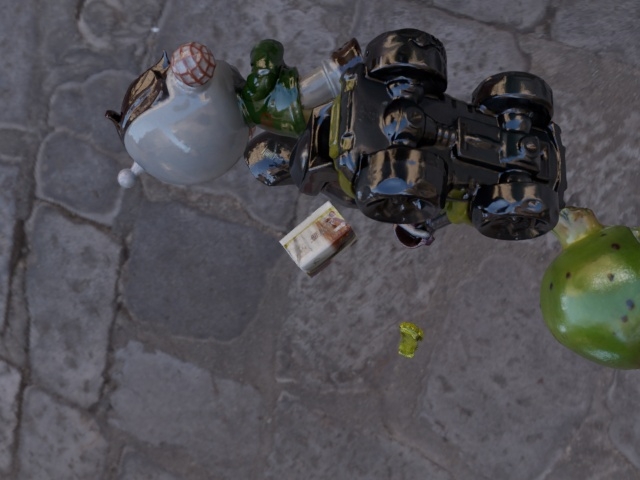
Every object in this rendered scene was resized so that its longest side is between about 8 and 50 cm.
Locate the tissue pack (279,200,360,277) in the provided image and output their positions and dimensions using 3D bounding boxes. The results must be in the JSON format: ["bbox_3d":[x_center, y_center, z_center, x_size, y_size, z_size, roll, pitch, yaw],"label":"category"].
[{"bbox_3d":[0.001,0.001,1.665,0.149,0.106,0.099,-40,66,2],"label":"tissue pack"}]

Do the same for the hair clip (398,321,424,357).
[{"bbox_3d":[0.242,0.262,1.936,0.072,0.046,0.173,22,154,18],"label":"hair clip"}]

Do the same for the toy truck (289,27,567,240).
[{"bbox_3d":[0.096,-0.070,0.646,0.165,0.224,0.147,145,132,-61],"label":"toy truck"}]

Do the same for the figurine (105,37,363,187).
[{"bbox_3d":[-0.115,-0.180,0.995,0.370,0.281,0.167,-16,78,4],"label":"figurine"}]

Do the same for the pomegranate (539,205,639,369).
[{"bbox_3d":[0.485,0.069,1.243,0.260,0.260,0.340,-44,72,30],"label":"pomegranate"}]

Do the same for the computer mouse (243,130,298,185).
[{"bbox_3d":[-0.073,-0.239,1.971,0.100,0.269,0.170,-49,59,48],"label":"computer mouse"}]

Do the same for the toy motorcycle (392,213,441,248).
[{"bbox_3d":[0.121,-0.063,0.926,0.082,0.213,0.122,31,85,33],"label":"toy motorcycle"}]
